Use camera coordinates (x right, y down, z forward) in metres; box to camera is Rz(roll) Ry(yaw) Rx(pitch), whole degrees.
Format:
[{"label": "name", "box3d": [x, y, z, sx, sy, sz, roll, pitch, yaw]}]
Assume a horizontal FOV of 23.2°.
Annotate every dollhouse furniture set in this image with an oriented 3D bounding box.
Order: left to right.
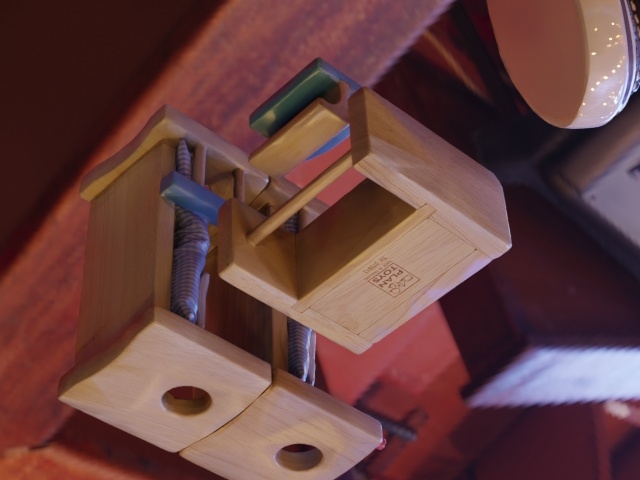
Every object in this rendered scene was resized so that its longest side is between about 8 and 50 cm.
[{"label": "dollhouse furniture set", "box3d": [0.000, 0.000, 0.660, 0.129, 0.129, 0.184, 31, 127, -31]}]

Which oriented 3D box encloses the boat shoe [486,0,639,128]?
[{"label": "boat shoe", "box3d": [0.186, -0.208, 1.012, 0.158, 0.340, 0.127, -2, 140, -13]}]
